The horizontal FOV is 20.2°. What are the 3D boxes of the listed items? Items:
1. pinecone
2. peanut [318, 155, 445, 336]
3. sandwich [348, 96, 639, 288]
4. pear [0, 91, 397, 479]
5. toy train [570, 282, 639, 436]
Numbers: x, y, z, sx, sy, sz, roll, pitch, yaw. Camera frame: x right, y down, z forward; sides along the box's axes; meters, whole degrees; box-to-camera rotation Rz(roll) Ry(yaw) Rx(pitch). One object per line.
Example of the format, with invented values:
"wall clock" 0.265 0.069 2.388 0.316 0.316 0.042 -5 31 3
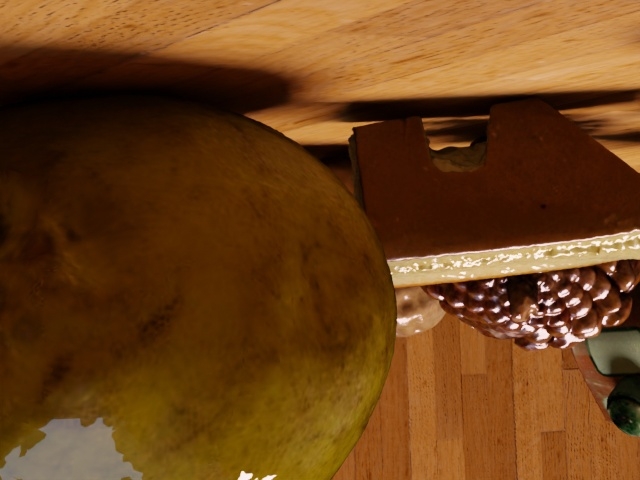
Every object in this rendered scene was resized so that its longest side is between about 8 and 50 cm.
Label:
"pinecone" 0.161 -0.002 1.435 0.185 0.169 0.212 40 -178 -8
"peanut" 0.000 0.000 1.518 0.233 0.110 0.197 2 -142 -24
"sandwich" 0.136 -0.034 1.271 0.235 0.128 0.122 -6 173 4
"pear" -0.130 0.065 1.154 0.352 0.352 0.413 -3 179 20
"toy train" 0.338 0.037 1.540 0.326 0.159 0.129 -39 -161 -34
